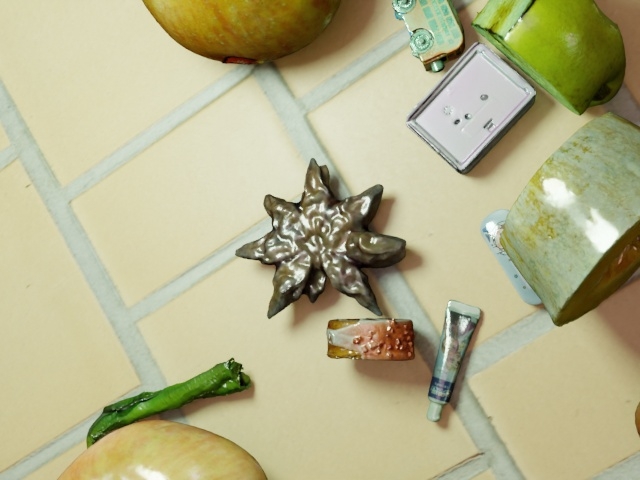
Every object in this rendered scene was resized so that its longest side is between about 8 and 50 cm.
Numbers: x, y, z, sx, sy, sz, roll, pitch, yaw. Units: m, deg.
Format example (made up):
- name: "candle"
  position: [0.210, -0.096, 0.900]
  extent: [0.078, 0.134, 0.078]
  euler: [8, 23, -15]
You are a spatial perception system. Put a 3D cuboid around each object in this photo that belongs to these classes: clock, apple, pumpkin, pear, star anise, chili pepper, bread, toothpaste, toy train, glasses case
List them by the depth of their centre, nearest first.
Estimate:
- name: "pumpkin"
  position: [0.426, -0.039, 1.436]
  extent: [0.332, 0.332, 0.199]
  euler: [-47, 64, 8]
- name: "pear"
  position: [0.396, -0.327, 1.484]
  extent: [0.159, 0.292, 0.292]
  euler: [-46, 78, 12]
- name: "apple"
  position: [-0.270, 0.499, 1.567]
  extent: [0.392, 0.346, 0.391]
  euler: [-4, 78, 17]
- name: "glasses case"
  position: [0.343, 0.028, 1.579]
  extent: [0.067, 0.045, 0.178]
  euler: [-32, 80, 10]
- name: "apple"
  position: [-0.141, -0.503, 1.583]
  extent: [0.401, 0.333, 0.400]
  euler: [0, 88, 13]
- name: "bread"
  position: [0.089, 0.170, 1.584]
  extent: [0.161, 0.160, 0.073]
  euler: [0, 84, 15]
- name: "clock"
  position: [0.262, -0.230, 1.598]
  extent: [0.144, 0.073, 0.193]
  euler: [45, 98, 12]
- name: "toothpaste"
  position: [0.226, 0.214, 1.608]
  extent: [0.062, 0.037, 0.216]
  euler: [16, 87, 16]
- name: "toy train"
  position: [0.192, -0.391, 1.627]
  extent: [0.099, 0.072, 0.188]
  euler: [-24, 81, 6]
- name: "star anise"
  position: [0.000, 0.019, 1.637]
  extent: [0.316, 0.108, 0.315]
  euler: [-2, 81, 10]
- name: "chili pepper"
  position: [-0.298, 0.312, 1.723]
  extent: [0.359, 0.085, 0.076]
  euler: [-26, 43, 17]

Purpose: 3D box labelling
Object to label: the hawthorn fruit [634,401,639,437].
- name: "hawthorn fruit"
  position: [0.630, 0.286, 1.431]
  extent: [0.251, 0.199, 0.199]
  euler: [28, 95, 0]
